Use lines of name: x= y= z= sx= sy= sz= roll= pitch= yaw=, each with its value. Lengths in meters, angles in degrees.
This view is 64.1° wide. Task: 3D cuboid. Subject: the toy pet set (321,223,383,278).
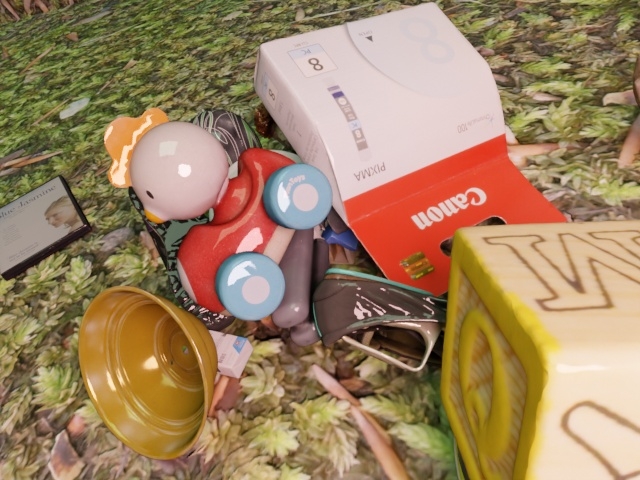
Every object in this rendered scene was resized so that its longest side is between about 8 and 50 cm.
toy pet set: x=0.029 y=0.027 z=0.738 sx=0.122 sy=0.065 sz=0.114 roll=1 pitch=47 yaw=21

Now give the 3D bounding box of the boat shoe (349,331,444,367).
boat shoe: x=0.069 y=0.102 z=0.638 sx=0.223 sy=0.080 sz=0.073 roll=11 pitch=45 yaw=23

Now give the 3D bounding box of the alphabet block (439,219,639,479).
alphabet block: x=0.213 y=0.103 z=0.384 sx=0.197 sy=0.192 sz=0.193 roll=-2 pitch=23 yaw=-1

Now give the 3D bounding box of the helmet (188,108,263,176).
helmet: x=-0.178 y=-0.147 z=0.917 sx=0.169 sy=0.162 sz=0.169 roll=-10 pitch=44 yaw=10

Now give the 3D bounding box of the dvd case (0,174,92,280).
dvd case: x=-0.591 y=-0.037 z=1.063 sx=0.180 sy=0.022 sz=0.253 roll=-35 pitch=45 yaw=-15

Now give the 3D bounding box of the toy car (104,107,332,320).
toy car: x=-0.150 y=-0.046 z=0.602 sx=0.210 sy=0.238 sz=0.219 roll=-62 pitch=22 yaw=-7

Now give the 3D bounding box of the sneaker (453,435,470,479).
sneaker: x=0.184 y=0.242 z=0.425 sx=0.111 sy=0.121 sz=0.300 roll=-15 pitch=43 yaw=5

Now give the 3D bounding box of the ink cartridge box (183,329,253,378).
ink cartridge box: x=-0.140 y=0.154 z=0.701 sx=0.083 sy=0.028 sz=0.048 roll=7 pitch=49 yaw=26

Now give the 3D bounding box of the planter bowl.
planter bowl: x=-0.198 y=0.152 z=0.647 sx=0.217 sy=0.217 sz=0.090 roll=8 pitch=14 yaw=27

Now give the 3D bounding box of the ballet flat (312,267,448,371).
ballet flat: x=0.129 y=0.095 z=0.545 sx=0.280 sy=0.095 sz=0.096 roll=5 pitch=72 yaw=7

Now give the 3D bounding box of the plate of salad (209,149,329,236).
plate of salad: x=-0.081 y=-0.048 z=0.826 sx=0.199 sy=0.048 sz=0.200 roll=-1 pitch=81 yaw=8

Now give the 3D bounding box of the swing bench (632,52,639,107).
swing bench: x=0.572 y=-0.144 z=0.642 sx=0.254 sy=0.165 sz=0.253 roll=-13 pitch=44 yaw=16

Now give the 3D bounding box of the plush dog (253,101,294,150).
plush dog: x=0.008 y=-0.204 z=0.924 sx=0.262 sy=0.211 sz=0.225 roll=-7 pitch=19 yaw=-31

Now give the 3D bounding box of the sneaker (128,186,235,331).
sneaker: x=-0.202 y=0.023 z=0.814 sx=0.107 sy=0.124 sz=0.283 roll=-24 pitch=67 yaw=-18

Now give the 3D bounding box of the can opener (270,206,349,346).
can opener: x=0.000 y=0.000 z=0.662 sx=0.095 sy=0.076 sz=0.283 roll=-25 pitch=35 yaw=21

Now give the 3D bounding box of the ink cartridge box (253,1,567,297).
ink cartridge box: x=0.135 y=-0.141 z=0.689 sx=0.308 sy=0.091 sz=0.385 roll=-24 pitch=68 yaw=-26
